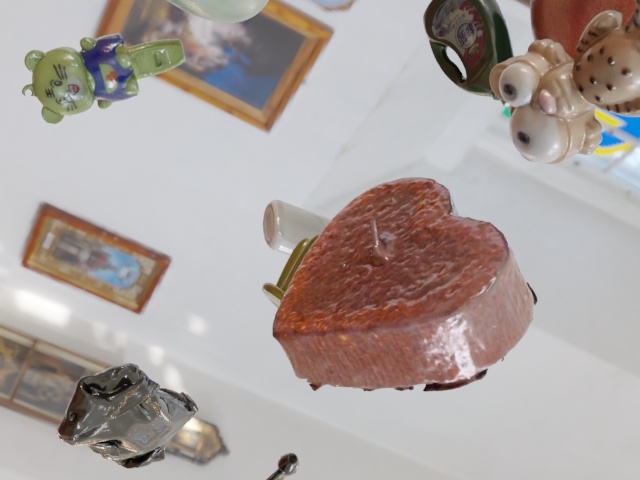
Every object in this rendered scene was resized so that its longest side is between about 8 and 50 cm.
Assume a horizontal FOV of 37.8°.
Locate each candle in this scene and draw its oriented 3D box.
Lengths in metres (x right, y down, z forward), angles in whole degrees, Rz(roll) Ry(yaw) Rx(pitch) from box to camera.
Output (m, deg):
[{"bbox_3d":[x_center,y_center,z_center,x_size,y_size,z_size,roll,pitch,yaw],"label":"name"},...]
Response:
[{"bbox_3d":[0.073,0.050,1.095,0.287,0.131,0.317,-31,-150,-1],"label":"candle"}]

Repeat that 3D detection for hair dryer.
[{"bbox_3d":[-0.068,0.336,1.317,0.083,0.031,0.079,-33,162,-34],"label":"hair dryer"}]

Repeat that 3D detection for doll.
[{"bbox_3d":[0.306,-0.187,1.071,0.119,0.154,0.278,-28,174,-30],"label":"doll"}]

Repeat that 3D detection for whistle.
[{"bbox_3d":[-0.296,-0.231,1.282,0.085,0.227,0.105,-131,-153,-58],"label":"whistle"}]

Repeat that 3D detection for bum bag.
[{"bbox_3d":[-0.245,0.221,1.192,0.142,0.079,0.326,-36,159,-9],"label":"bum bag"}]

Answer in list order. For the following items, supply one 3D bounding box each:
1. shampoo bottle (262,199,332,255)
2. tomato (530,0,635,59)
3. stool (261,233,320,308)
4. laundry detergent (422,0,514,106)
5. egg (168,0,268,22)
[{"bbox_3d":[0.000,0.000,1.685,0.051,0.221,0.108,-44,-141,38],"label":"shampoo bottle"},{"bbox_3d":[0.439,-0.355,1.272,0.341,0.273,0.341,-22,-138,22],"label":"tomato"},{"bbox_3d":[-0.011,0.065,1.362,0.135,0.134,0.110,31,-104,36],"label":"stool"},{"bbox_3d":[0.236,-0.288,1.426,0.137,0.063,0.211,-42,-115,44],"label":"laundry detergent"},{"bbox_3d":[-0.156,-0.388,1.182,0.183,0.264,0.183,-19,-133,22],"label":"egg"}]
